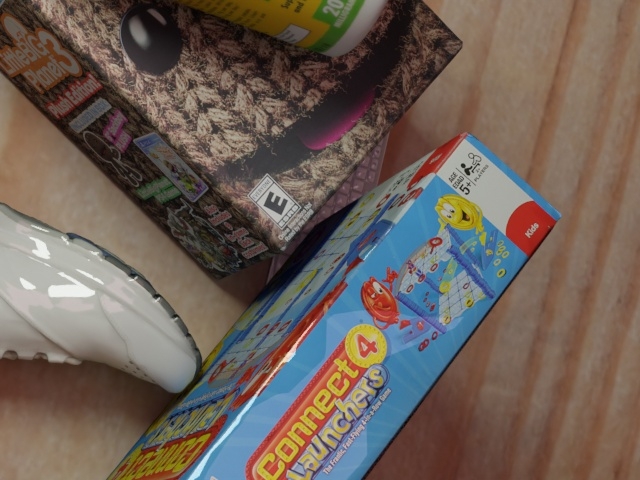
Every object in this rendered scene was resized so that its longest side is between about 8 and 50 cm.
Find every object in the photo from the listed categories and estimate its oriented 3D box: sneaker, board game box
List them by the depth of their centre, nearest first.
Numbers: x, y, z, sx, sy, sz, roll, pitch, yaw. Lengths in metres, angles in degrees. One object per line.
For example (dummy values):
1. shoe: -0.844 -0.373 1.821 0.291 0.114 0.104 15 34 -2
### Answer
1. board game box: -0.013 0.094 1.124 0.086 0.308 0.302 42 68 -7
2. sneaker: -0.224 0.038 1.171 0.297 0.111 0.129 30 82 -11
3. board game box: -0.084 -0.158 1.228 0.291 0.141 0.232 44 67 -10

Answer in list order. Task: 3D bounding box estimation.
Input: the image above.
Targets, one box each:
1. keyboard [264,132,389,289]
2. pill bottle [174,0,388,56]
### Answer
1. keyboard: 0.000 0.000 1.317 0.072 0.014 0.256 19 73 -21
2. pill bottle: -0.074 -0.224 1.090 0.246 0.136 0.136 18 74 -19
